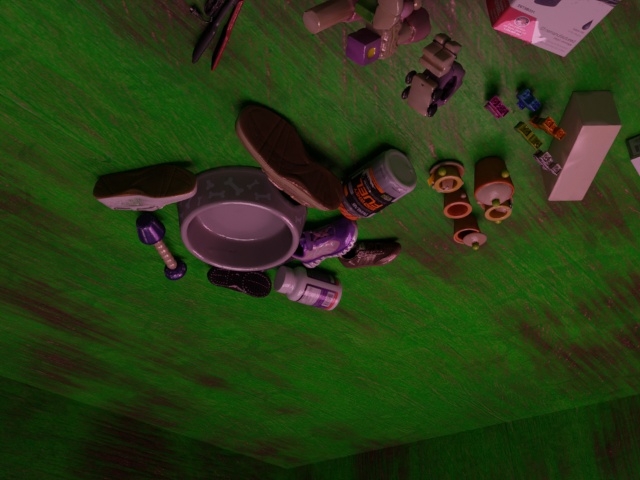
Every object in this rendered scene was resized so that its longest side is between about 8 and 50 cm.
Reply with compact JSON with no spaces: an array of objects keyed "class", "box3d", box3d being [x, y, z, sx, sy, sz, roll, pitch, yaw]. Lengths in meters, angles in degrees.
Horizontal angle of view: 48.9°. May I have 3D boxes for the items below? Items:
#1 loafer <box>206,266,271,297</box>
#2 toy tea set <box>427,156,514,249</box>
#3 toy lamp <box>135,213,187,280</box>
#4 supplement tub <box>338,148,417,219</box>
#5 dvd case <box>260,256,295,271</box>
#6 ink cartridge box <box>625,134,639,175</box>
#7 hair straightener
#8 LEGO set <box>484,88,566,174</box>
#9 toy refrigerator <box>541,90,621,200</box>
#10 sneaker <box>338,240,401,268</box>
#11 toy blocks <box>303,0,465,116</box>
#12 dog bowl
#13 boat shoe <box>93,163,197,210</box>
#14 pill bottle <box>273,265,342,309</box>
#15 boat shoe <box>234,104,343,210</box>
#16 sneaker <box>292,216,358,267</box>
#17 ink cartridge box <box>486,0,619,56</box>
[{"class":"loafer","box3d":[-0.249,0.116,2.147,0.220,0.080,0.078,20,175,-31]},{"class":"toy tea set","box3d":[0.400,-0.077,1.793,0.199,0.124,0.336,-12,146,16]},{"class":"toy lamp","box3d":[-0.445,0.017,1.972,0.080,0.080,0.275,-5,150,7]},{"class":"supplement tub","box3d":[0.130,-0.130,1.711,0.117,0.117,0.190,23,140,-33]},{"class":"dvd case","box3d":[-0.175,0.019,2.031,0.164,0.018,0.221,-22,141,29]},{"class":"ink cartridge box","box3d":[0.821,-0.185,1.689,0.108,0.062,0.209,-22,142,30]},{"class":"hair straightener","box3d":[-0.201,-0.417,1.318,0.089,0.047,0.230,14,144,-23]},{"class":"LEGO set","box3d":[0.458,-0.257,1.547,0.087,0.093,0.227,-45,105,4]},{"class":"toy refrigerator","box3d":[0.593,-0.210,1.610,0.094,0.102,0.270,-1,147,0]},{"class":"sneaker","box3d":[0.137,0.036,2.020,0.188,0.066,0.071,-17,143,23]},{"class":"toy blocks","box3d":[0.171,-0.425,1.134,0.260,0.309,0.289,-33,152,-31]},{"class":"dog bowl","box3d":[-0.207,-0.042,1.838,0.348,0.102,0.349,1,144,1]},{"class":"boat shoe","box3d":[-0.419,-0.121,1.743,0.276,0.098,0.096,-1,149,18]},{"class":"pill bottle","box3d":[-0.040,0.140,2.141,0.193,0.108,0.108,18,143,-26]},{"class":"boat shoe","box3d":[-0.090,-0.176,1.631,0.110,0.122,0.341,-1,144,46]},{"class":"sneaker","box3d":[0.000,0.000,1.927,0.104,0.095,0.236,20,143,-38]},{"class":"ink cartridge box","box3d":[0.429,-0.456,1.219,0.171,0.100,0.237,13,145,-22]}]
